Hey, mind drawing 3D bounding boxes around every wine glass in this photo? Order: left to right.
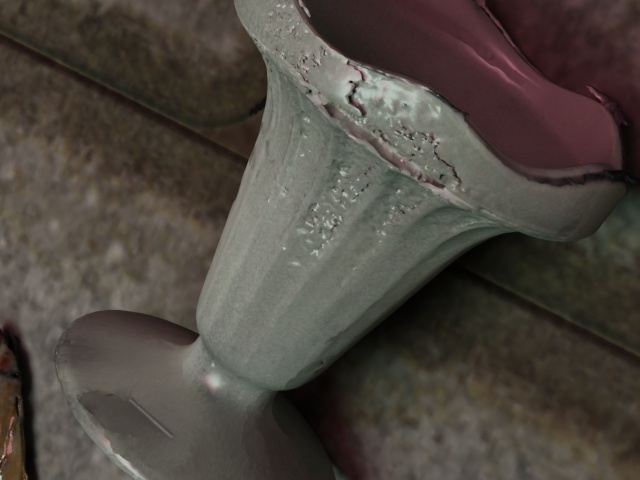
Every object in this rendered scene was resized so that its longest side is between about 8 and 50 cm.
[{"bbox_3d":[0.000,0.000,0.737,0.165,0.165,0.196,46,111,30],"label":"wine glass"}]

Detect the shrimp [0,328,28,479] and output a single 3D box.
[{"bbox_3d":[-0.213,0.072,0.930,0.152,0.046,0.219,-39,67,24],"label":"shrimp"}]
